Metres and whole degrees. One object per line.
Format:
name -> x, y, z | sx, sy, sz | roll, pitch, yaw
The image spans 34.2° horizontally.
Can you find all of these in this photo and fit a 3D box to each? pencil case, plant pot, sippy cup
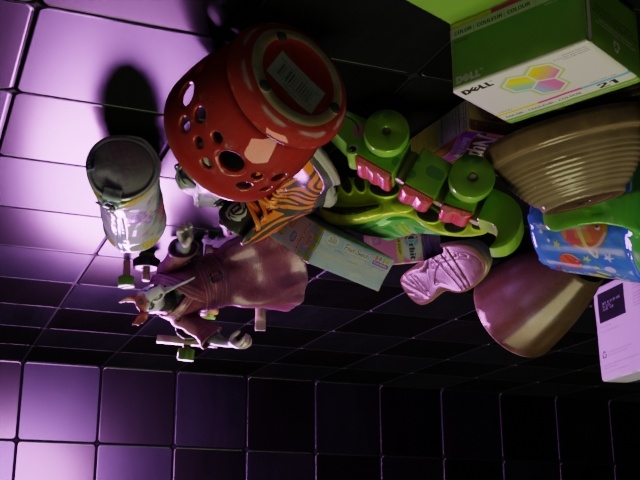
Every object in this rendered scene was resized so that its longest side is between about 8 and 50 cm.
pencil case -> -0.310, -0.070, 1.688 | 0.113, 0.124, 0.273 | 1, 163, -5
plant pot -> 0.357, -0.104, 1.462 | 0.237, 0.110, 0.237 | -14, 172, -2
plant pot -> 0.468, 0.092, 2.124 | 0.215, 0.215, 0.230 | 9, 145, -27
sippy cup -> 0.469, -0.036, 1.677 | 0.224, 0.240, 0.305 | -1, 141, 40
plant pot -> -0.073, -0.166, 1.296 | 0.191, 0.191, 0.174 | 13, 150, -35

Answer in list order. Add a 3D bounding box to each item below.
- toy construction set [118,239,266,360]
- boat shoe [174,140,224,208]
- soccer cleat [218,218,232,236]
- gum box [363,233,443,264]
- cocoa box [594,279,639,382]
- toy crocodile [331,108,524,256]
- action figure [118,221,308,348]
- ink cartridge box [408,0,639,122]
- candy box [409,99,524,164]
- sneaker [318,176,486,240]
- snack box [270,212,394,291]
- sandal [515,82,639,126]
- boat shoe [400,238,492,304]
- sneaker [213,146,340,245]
toy construction set -> -0.239, 0.149, 2.187 | 0.308, 0.237, 0.257 | 11, 159, -32
boat shoe -> -0.194, -0.097, 1.674 | 0.081, 0.079, 0.227 | -5, 165, 1
soccer cleat -> -0.178, -0.031, 1.972 | 0.035, 0.029, 0.083 | 19, 160, -10
gum box -> 0.160, 0.007, 1.949 | 0.107, 0.062, 0.188 | -7, -178, 19
cocoa box -> 0.796, 0.178, 2.297 | 0.227, 0.232, 0.347 | 3, 162, -14
toy crocodile -> 0.141, -0.091, 1.486 | 0.340, 0.105, 0.115 | 29, 168, 9
action figure -> -0.205, 0.063, 1.933 | 0.370, 0.248, 0.275 | -15, -168, -26
ink cartridge box -> 0.224, -0.239, 1.202 | 0.188, 0.097, 0.255 | -16, 157, 40
candy box -> 0.217, -0.148, 1.563 | 0.109, 0.053, 0.186 | 8, 162, -25
sneaker -> 0.148, -0.058, 1.785 | 0.295, 0.110, 0.123 | 5, 170, 9
snack box -> 0.000, 0.000, 1.809 | 0.174, 0.070, 0.207 | 23, -173, -40
sandal -> 0.348, -0.199, 1.408 | 0.219, 0.060, 0.090 | -13, 170, -7
boat shoe -> 0.272, 0.050, 2.134 | 0.098, 0.109, 0.302 | -36, 178, -27
sneaker -> -0.072, -0.076, 1.562 | 0.180, 0.125, 0.321 | -32, 162, -5
